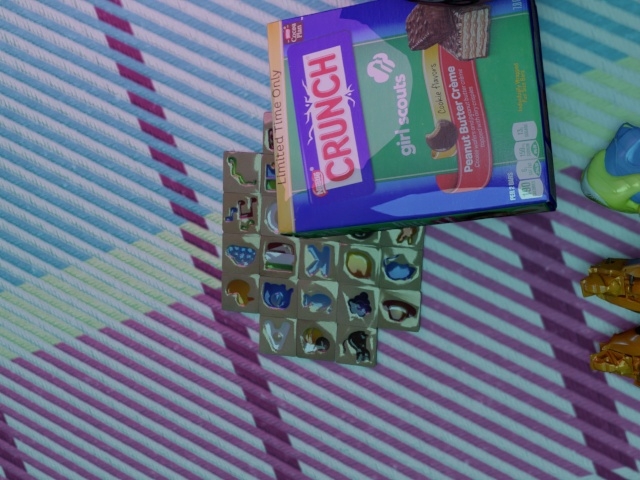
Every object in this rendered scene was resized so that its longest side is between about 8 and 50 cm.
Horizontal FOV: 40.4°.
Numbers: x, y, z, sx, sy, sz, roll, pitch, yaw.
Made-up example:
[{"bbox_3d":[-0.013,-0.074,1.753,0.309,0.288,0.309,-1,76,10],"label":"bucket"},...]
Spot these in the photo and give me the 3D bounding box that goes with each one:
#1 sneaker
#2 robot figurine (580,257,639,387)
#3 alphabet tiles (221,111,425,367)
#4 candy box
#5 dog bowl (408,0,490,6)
[{"bbox_3d":[0.436,-0.062,1.018,0.240,0.091,0.126,25,103,9],"label":"sneaker"},{"bbox_3d":[0.436,0.109,0.970,0.291,0.085,0.211,9,115,54],"label":"robot figurine"},{"bbox_3d":[0.000,0.000,1.191,0.285,0.011,0.343,5,101,14],"label":"alphabet tiles"},{"bbox_3d":[0.104,-0.150,1.039,0.317,0.122,0.268,-7,82,20],"label":"candy box"},{"bbox_3d":[0.150,-0.437,0.935,0.408,0.150,0.408,-6,74,20],"label":"dog bowl"}]
